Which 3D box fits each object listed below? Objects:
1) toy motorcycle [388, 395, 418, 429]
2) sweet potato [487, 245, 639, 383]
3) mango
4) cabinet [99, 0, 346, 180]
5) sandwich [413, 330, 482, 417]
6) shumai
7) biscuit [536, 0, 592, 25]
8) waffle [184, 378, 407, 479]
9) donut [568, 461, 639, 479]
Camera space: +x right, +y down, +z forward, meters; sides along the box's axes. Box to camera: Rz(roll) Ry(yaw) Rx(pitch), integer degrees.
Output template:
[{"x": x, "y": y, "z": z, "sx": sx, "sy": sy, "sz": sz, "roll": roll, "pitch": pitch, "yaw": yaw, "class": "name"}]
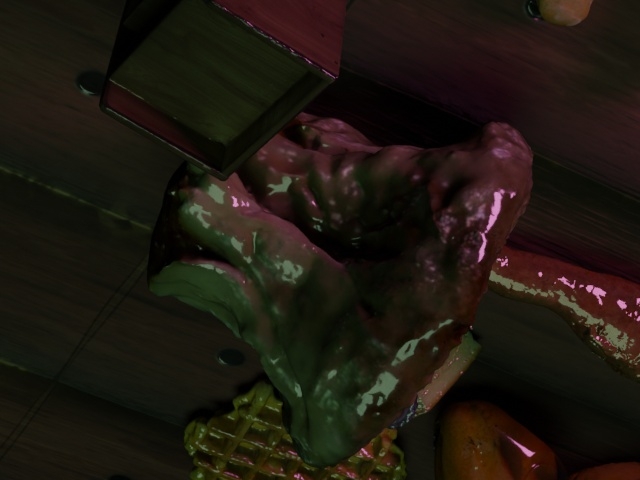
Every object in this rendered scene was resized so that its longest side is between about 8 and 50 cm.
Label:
[{"x": 0.030, "y": 0.125, "z": 1.924, "sx": 0.118, "sy": 0.084, "sz": 0.212, "roll": -22, "pitch": 93, "yaw": 22, "class": "toy motorcycle"}, {"x": 0.316, "y": 0.083, "z": 1.884, "sx": 0.385, "sy": 0.109, "sz": 0.109, "roll": 27, "pitch": 134, "yaw": -22, "class": "sweet potato"}, {"x": 0.211, "y": 0.306, "z": 2.097, "sx": 0.166, "sy": 0.136, "sz": 0.236, "roll": 18, "pitch": 128, "yaw": 54, "class": "mango"}, {"x": -0.086, "y": -0.207, "z": 1.514, "sx": 0.148, "sy": 0.215, "sz": 0.175, "roll": 30, "pitch": 133, "yaw": -24, "class": "cabinet"}, {"x": 0.070, "y": 0.165, "z": 2.007, "sx": 0.244, "sy": 0.088, "sz": 0.090, "roll": -20, "pitch": 130, "yaw": 25, "class": "sandwich"}, {"x": 0.000, "y": 0.000, "z": 1.679, "sx": 0.323, "sy": 0.324, "sz": 0.397, "roll": 32, "pitch": 97, "yaw": -1, "class": "shumai"}, {"x": 0.271, "y": -0.287, "z": 1.512, "sx": 0.234, "sy": 0.030, "sz": 0.153, "roll": -32, "pitch": 139, "yaw": 29, "class": "biscuit"}, {"x": -0.027, "y": 0.292, "z": 2.181, "sx": 0.282, "sy": 0.058, "sz": 0.301, "roll": -29, "pitch": 128, "yaw": 31, "class": "waffle"}, {"x": 0.413, "y": 0.396, "z": 2.219, "sx": 0.278, "sy": 0.108, "sz": 0.277, "roll": 3, "pitch": 138, "yaw": 2, "class": "donut"}]
